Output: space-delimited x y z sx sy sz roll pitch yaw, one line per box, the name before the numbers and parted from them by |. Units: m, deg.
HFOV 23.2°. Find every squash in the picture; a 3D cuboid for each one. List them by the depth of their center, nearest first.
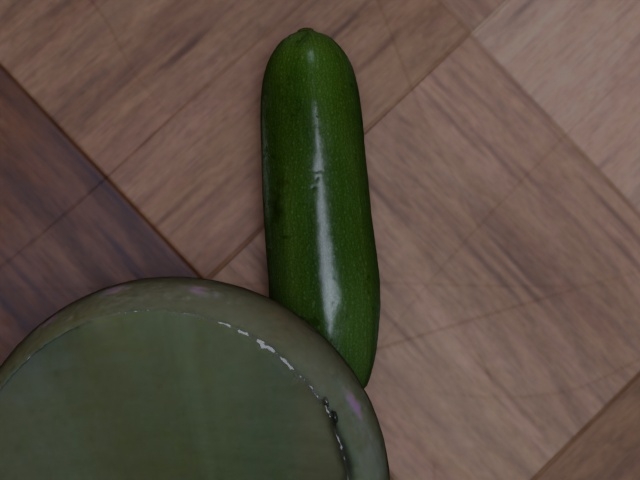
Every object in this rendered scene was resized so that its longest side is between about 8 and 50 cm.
squash | 0.000 0.000 1.365 0.101 0.101 0.378 -2 88 -6

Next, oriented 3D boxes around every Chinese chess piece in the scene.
Chinese chess piece | -0.116 0.202 1.275 0.349 0.146 0.349 1 98 8
